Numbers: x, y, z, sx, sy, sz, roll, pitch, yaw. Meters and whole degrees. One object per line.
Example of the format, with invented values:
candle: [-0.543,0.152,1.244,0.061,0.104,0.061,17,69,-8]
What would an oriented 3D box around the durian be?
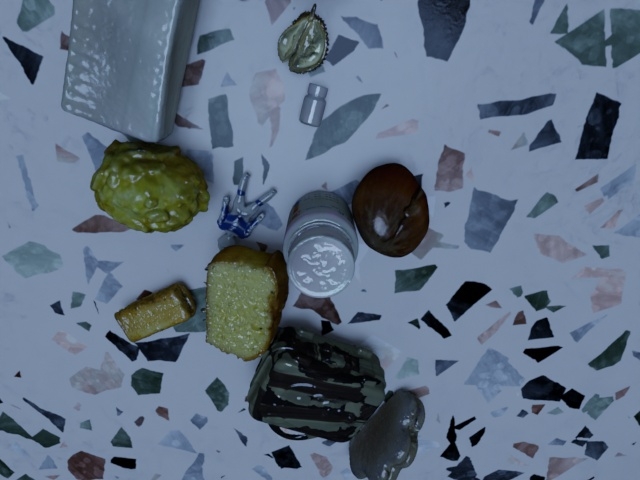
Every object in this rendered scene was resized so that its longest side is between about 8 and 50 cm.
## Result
durian: [-0.029,-0.434,0.861,0.110,0.071,0.140,22,123,-4]

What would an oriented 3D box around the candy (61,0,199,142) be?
candy: [-0.382,-0.404,0.831,0.208,0.145,0.359,17,110,-6]

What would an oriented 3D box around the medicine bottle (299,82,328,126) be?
medicine bottle: [-0.015,-0.310,0.920,0.052,0.052,0.089,14,111,-6]

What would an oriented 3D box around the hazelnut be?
hazelnut: [0.170,-0.068,0.950,0.181,0.181,0.212,-39,107,15]

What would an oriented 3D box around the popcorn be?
popcorn: [-0.377,-0.138,0.894,0.266,0.233,0.192,46,138,20]

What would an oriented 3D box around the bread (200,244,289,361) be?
bread: [-0.181,0.135,1.025,0.194,0.179,0.340,13,126,0]

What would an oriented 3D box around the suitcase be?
suitcase: [-0.028,0.424,1.141,0.351,0.194,0.339,21,117,-13]

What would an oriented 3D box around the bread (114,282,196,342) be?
bread: [-0.449,0.198,1.100,0.211,0.083,0.114,-22,105,8]

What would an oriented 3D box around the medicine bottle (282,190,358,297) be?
medicine bottle: [0.000,0.000,0.916,0.170,0.293,0.170,0,111,1]

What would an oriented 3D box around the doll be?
doll: [-0.210,-0.055,1.020,0.114,0.057,0.227,29,100,-18]

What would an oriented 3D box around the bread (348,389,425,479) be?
bread: [0.209,0.630,1.233,0.102,0.183,0.337,26,110,-19]
